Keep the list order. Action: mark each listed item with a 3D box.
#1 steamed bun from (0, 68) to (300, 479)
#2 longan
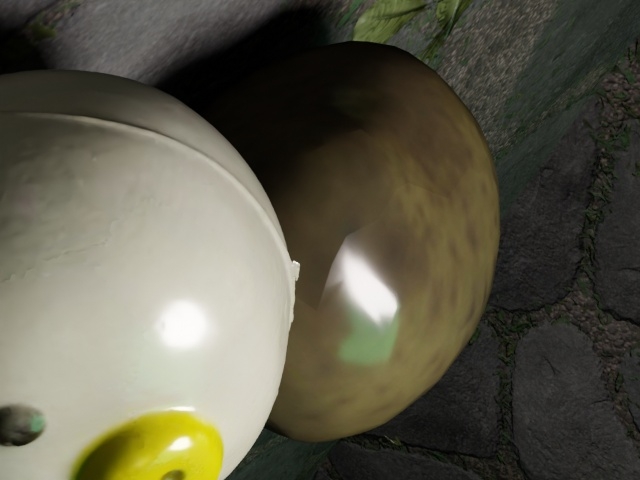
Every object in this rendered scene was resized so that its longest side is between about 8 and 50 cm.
[{"bbox_3d":[-0.182,0.051,1.006,0.334,0.334,0.374,-37,151,-31],"label":"steamed bun"},{"bbox_3d":[0.000,0.000,1.324,0.404,0.336,0.405,24,90,-83],"label":"longan"}]
